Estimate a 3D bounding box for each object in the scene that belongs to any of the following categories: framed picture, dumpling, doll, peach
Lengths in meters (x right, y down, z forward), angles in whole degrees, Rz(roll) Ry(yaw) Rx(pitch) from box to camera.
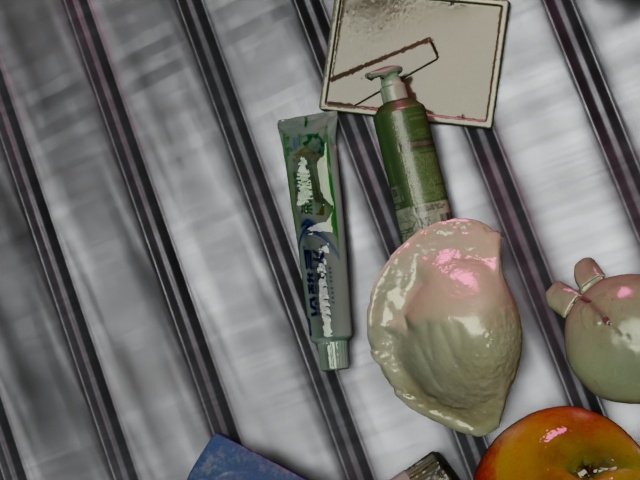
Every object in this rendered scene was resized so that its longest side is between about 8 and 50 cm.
[{"bbox_3d":[0.106,-0.211,1.728,0.203,0.015,0.150,7,88,13],"label":"framed picture"},{"bbox_3d":[0.134,0.100,1.638,0.167,0.126,0.215,-2,117,7],"label":"dumpling"},{"bbox_3d":[0.355,0.125,1.591,0.275,0.113,0.155,44,98,12],"label":"doll"},{"bbox_3d":[0.253,0.273,1.602,0.190,0.192,0.190,8,63,-15],"label":"peach"}]

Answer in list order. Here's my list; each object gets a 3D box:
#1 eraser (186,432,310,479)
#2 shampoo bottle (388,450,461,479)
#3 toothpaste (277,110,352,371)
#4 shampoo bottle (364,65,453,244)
[{"bbox_3d":[-0.025,0.333,1.655,0.312,0.043,0.144,23,83,30],"label":"eraser"},{"bbox_3d":[0.059,0.329,1.677,0.227,0.056,0.086,-38,72,8],"label":"shampoo bottle"},{"bbox_3d":[0.000,0.000,1.724,0.075,0.048,0.296,-9,81,20],"label":"toothpaste"},{"bbox_3d":[0.097,-0.095,1.686,0.065,0.065,0.204,-14,89,12],"label":"shampoo bottle"}]
